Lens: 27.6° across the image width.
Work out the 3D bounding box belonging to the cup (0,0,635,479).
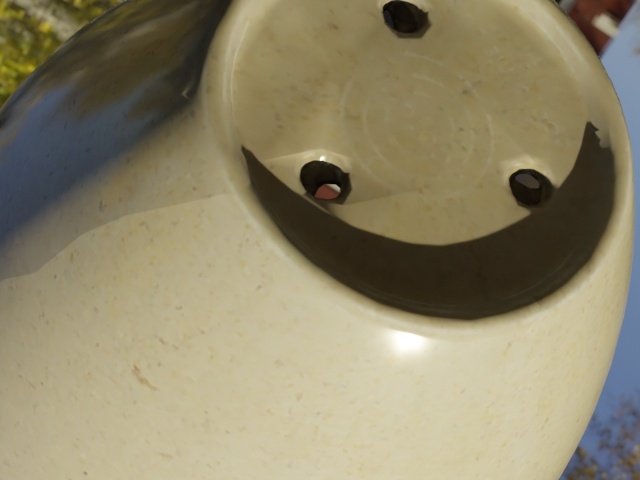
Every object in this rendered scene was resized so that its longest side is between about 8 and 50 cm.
[{"bbox_3d":[0.000,0.000,0.563,0.331,0.237,0.331,7,-115,-16],"label":"cup"}]
